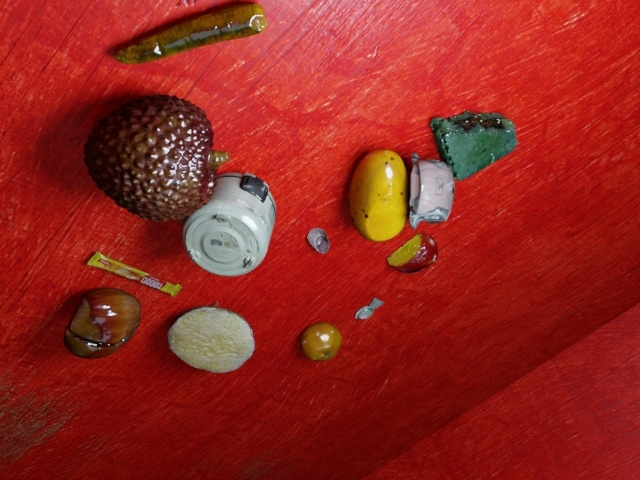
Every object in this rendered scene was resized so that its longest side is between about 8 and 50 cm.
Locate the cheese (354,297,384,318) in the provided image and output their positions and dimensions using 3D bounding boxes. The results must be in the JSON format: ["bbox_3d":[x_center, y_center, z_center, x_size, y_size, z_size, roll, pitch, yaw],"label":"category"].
[{"bbox_3d":[0.178,0.258,2.055,0.121,0.026,0.067,-41,137,21],"label":"cheese"}]

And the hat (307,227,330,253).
[{"bbox_3d":[-0.002,-0.003,1.687,0.058,0.042,0.087,-32,105,8],"label":"hat"}]

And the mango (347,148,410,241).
[{"bbox_3d":[0.158,-0.132,1.487,0.160,0.191,0.290,-5,141,-7],"label":"mango"}]

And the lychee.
[{"bbox_3d":[-0.343,-0.169,1.175,0.305,0.275,0.275,1,139,6],"label":"lychee"}]

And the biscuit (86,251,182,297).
[{"bbox_3d":[-0.522,0.098,1.577,0.292,0.026,0.048,31,99,-43],"label":"biscuit"}]

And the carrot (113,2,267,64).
[{"bbox_3d":[-0.261,-0.409,1.108,0.314,0.066,0.066,-17,140,-1],"label":"carrot"}]

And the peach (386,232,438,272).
[{"bbox_3d":[0.313,0.054,1.839,0.172,0.092,0.127,-27,143,2],"label":"peach"}]

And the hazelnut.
[{"bbox_3d":[-0.611,0.236,1.574,0.181,0.181,0.212,26,113,-19],"label":"hazelnut"}]

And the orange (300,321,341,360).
[{"bbox_3d":[0.003,0.374,2.032,0.156,0.124,0.156,-12,142,-10],"label":"orange"}]

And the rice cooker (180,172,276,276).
[{"bbox_3d":[-0.224,-0.048,1.385,0.226,0.244,0.226,3,121,6],"label":"rice cooker"}]

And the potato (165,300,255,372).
[{"bbox_3d":[-0.352,0.295,1.802,0.299,0.116,0.239,34,109,-32],"label":"potato"}]

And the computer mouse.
[{"bbox_3d":[0.307,-0.127,1.503,0.115,0.199,0.389,5,-179,15],"label":"computer mouse"}]

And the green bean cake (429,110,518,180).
[{"bbox_3d":[0.415,-0.286,1.498,0.208,0.107,0.193,-27,137,6],"label":"green bean cake"}]
